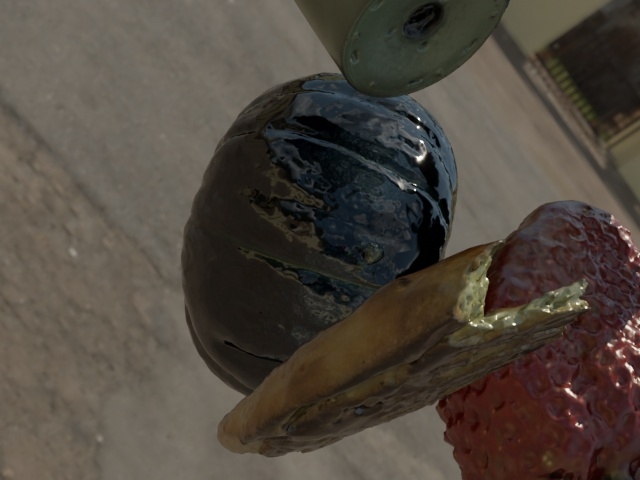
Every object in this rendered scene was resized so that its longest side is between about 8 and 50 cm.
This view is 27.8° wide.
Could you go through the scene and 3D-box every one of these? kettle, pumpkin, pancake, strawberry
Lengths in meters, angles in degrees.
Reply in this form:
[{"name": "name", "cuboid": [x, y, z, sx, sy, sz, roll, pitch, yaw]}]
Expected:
[{"name": "kettle", "cuboid": [0.054, -0.289, 1.138, 0.165, 0.240, 0.255, 12, 39, -48]}, {"name": "pumpkin", "cuboid": [0.000, 0.000, 1.389, 0.266, 0.363, 0.363, 15, 17, 4]}, {"name": "pancake", "cuboid": [0.043, 0.073, 0.808, 0.212, 0.257, 0.056, 72, -5, -73]}, {"name": "strawberry", "cuboid": [0.261, 0.125, 1.347, 0.312, 0.267, 0.351, 28, 63, -56]}]
